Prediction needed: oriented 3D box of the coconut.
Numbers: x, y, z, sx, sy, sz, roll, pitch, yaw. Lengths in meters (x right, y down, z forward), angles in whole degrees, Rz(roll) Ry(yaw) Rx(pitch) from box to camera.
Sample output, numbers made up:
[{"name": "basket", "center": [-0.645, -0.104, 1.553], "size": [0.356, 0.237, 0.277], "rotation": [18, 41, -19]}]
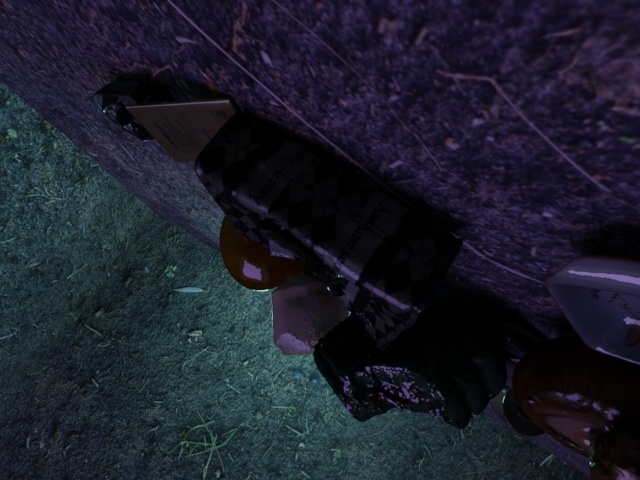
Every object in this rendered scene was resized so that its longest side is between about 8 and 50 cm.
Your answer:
[{"name": "coconut", "center": [-0.037, 0.254, 1.485], "size": [0.297, 0.310, 0.297], "rotation": [-6, 171, -1]}]

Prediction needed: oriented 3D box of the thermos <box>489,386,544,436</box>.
[{"name": "thermos", "center": [0.605, 0.493, 1.246], "size": [0.176, 0.146, 0.265], "rotation": [4, 171, 6]}]

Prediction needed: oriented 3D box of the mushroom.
[{"name": "mushroom", "center": [0.487, 0.272, 0.603], "size": [0.345, 0.239, 0.345], "rotation": [44, -176, -4]}]

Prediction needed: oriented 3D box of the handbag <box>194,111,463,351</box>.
[{"name": "handbag", "center": [0.000, 0.000, 0.719], "size": [0.416, 0.180, 0.317], "rotation": [34, 159, 12]}]

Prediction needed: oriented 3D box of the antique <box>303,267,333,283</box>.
[{"name": "antique", "center": [-0.023, 0.055, 1.159], "size": [0.220, 0.080, 0.081], "rotation": [24, 151, 28]}]

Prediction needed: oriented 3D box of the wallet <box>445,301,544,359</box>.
[{"name": "wallet", "center": [0.361, 0.201, 0.878], "size": [0.170, 0.069, 0.231], "rotation": [34, 169, -19]}]

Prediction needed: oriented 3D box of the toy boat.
[{"name": "toy boat", "center": [-0.399, -0.270, 0.857], "size": [0.319, 0.092, 0.141], "rotation": [20, 166, 41]}]

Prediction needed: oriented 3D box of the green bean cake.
[{"name": "green bean cake", "center": [0.169, 0.249, 0.828], "size": [0.308, 0.300, 0.169], "rotation": [35, 160, 56]}]

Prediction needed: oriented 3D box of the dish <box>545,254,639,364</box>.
[{"name": "dish", "center": [0.361, 0.074, 0.448], "size": [0.234, 0.064, 0.154], "rotation": [40, 164, -32]}]

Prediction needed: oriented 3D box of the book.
[{"name": "book", "center": [-0.220, -0.194, 0.728], "size": [0.192, 0.013, 0.168], "rotation": [1, 158, 12]}]

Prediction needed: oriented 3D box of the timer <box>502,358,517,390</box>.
[{"name": "timer", "center": [0.355, 0.288, 1.022], "size": [0.261, 0.087, 0.237], "rotation": [22, 179, -27]}]

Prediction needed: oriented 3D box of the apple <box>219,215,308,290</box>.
[{"name": "apple", "center": [-0.134, -0.001, 1.015], "size": [0.226, 0.246, 0.246], "rotation": [65, 161, -5]}]
